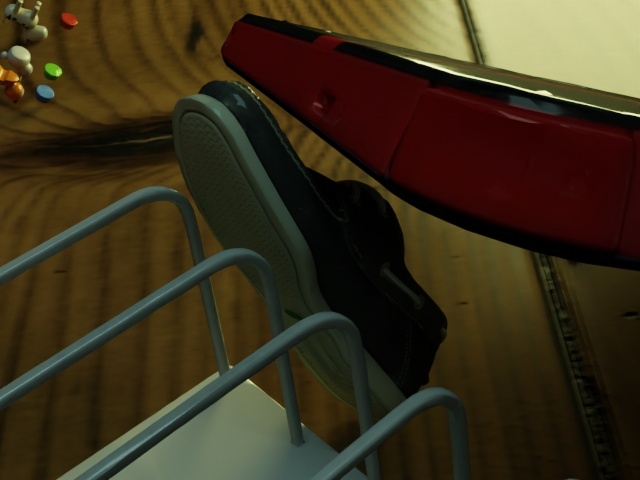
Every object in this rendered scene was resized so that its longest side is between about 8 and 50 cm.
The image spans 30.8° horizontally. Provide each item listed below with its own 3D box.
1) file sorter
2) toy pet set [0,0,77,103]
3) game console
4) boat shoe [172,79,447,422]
[{"bbox_3d":[-0.040,0.129,0.513,0.193,0.173,0.277,-33,47,-27],"label":"file sorter"},{"bbox_3d":[-0.281,-0.158,0.995,0.114,0.065,0.122,24,40,-18],"label":"toy pet set"},{"bbox_3d":[0.168,-0.043,0.608,0.386,0.060,0.342,9,11,-23],"label":"game console"},{"bbox_3d":[0.000,0.000,0.607,0.079,0.233,0.084,-48,39,-18],"label":"boat shoe"}]
